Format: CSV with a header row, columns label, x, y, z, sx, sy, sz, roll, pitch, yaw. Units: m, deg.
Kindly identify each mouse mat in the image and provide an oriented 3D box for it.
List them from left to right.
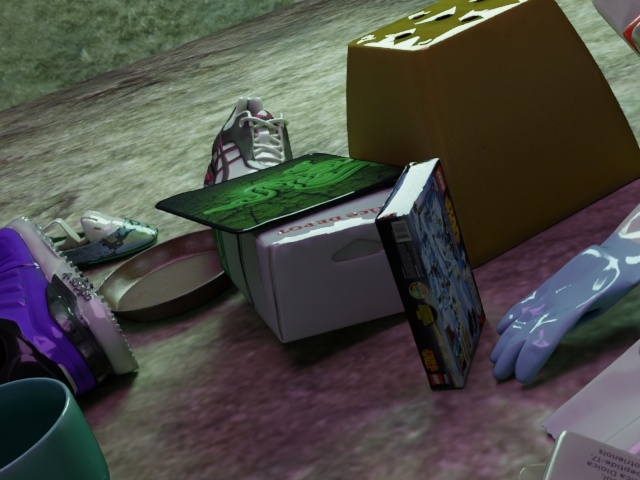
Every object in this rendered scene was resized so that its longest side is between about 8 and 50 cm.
label,x,y,z,sx,sy,sz,roll,pitch,yaw
mouse mat,-0.033,-0.046,0.836,0.190,0.007,0.152,-20,21,-33

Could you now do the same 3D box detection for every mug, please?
label,x,y,z,sx,sy,sz,roll,pitch,yaw
mug,-0.218,0.168,0.644,0.158,0.097,0.129,-1,29,41

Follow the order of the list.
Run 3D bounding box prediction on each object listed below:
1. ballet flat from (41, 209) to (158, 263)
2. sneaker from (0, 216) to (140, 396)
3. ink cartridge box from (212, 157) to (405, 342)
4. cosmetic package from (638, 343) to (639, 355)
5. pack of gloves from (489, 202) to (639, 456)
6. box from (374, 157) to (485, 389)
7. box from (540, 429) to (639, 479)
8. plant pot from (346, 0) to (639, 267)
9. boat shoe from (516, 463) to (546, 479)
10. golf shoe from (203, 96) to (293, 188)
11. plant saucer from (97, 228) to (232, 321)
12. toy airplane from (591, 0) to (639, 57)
label,x,y,z,sx,sy,sz,roll,pitch,yaw
ballet flat,-0.292,-0.001,1.154,0.188,0.070,0.070,-17,22,7
sneaker,-0.296,0.074,0.903,0.146,0.102,0.293,-33,33,-20
ink cartridge box,0.000,0.000,0.835,0.153,0.087,0.208,-13,19,-15
cosmetic package,0.326,0.032,0.310,0.365,0.197,0.155,15,85,56
pack of gloves,0.206,0.020,0.598,0.232,0.046,0.195,-42,22,-1
box,0.081,0.023,0.675,0.027,0.137,0.094,-9,24,25
box,0.085,0.192,0.286,0.113,0.094,0.275,20,37,17
plant pot,0.142,-0.123,0.899,0.212,0.187,0.212,-27,23,-17
boat shoe,0.110,0.168,0.443,0.049,0.042,0.133,12,35,-8
golf shoe,-0.074,-0.082,1.051,0.105,0.120,0.273,5,17,-20
plant saucer,-0.149,0.038,0.985,0.168,0.029,0.168,-16,22,7
toy airplane,0.449,-0.318,0.937,0.384,0.272,0.386,-12,-10,-21
